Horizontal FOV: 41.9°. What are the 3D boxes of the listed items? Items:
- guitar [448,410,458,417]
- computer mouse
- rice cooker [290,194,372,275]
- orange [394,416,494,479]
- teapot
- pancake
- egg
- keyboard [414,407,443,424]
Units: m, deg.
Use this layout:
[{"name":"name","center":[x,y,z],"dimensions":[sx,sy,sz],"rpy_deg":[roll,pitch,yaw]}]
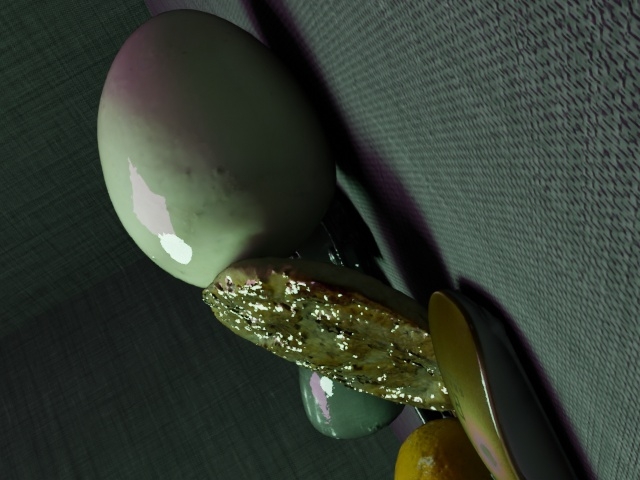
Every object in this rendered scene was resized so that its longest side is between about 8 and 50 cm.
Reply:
[{"name":"guitar","center":[0.217,0.280,1.258],"dimensions":[0.233,0.025,0.088],"rpy_deg":[63,175,-37]},{"name":"computer mouse","center":[0.185,0.189,0.829],"dimensions":[0.310,0.072,0.158],"rpy_deg":[61,177,-18]},{"name":"rice cooker","center":[0.001,0.000,1.249],"dimensions":[0.142,0.118,0.203],"rpy_deg":[64,177,-35]},{"name":"orange","center":[0.178,0.310,1.058],"dimensions":[0.178,0.155,0.177],"rpy_deg":[26,-137,-27]},{"name":"teapot","center":[0.051,0.247,1.665],"dimensions":[0.305,0.223,0.285],"rpy_deg":[-123,12,-64]},{"name":"pancake","center":[0.025,0.117,1.003],"dimensions":[0.356,0.065,0.356],"rpy_deg":[15,155,7]},{"name":"egg","center":[-0.135,-0.114,1.037],"dimensions":[0.345,0.283,0.283],"rpy_deg":[64,174,-3]},{"name":"keyboard","center":[0.178,0.279,1.361],"dimensions":[0.103,0.041,0.381],"rpy_deg":[59,180,7]}]
